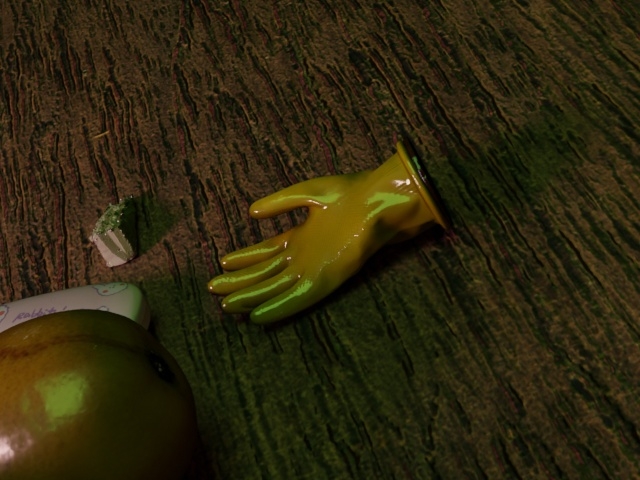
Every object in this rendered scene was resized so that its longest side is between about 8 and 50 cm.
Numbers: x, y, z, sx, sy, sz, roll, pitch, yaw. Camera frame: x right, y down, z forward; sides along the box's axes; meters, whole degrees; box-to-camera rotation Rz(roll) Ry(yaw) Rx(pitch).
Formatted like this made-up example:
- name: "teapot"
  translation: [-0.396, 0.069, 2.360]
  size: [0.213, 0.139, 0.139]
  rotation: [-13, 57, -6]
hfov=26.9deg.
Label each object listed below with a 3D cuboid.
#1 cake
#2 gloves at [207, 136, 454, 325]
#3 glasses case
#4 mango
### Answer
- name: "cake"
  translation: [-0.275, -0.027, 1.788]
  size: [0.051, 0.055, 0.140]
  rotation: [-27, 35, 11]
- name: "gloves"
  translation: [0.000, 0.001, 1.565]
  size: [0.294, 0.116, 0.133]
  rotation: [-28, 30, 8]
- name: "glasses case"
  translation: [-0.347, 0.122, 1.636]
  size: [0.297, 0.075, 0.113]
  rotation: [-13, 38, 16]
- name: "mango"
  translation: [-0.302, 0.207, 1.402]
  size: [0.378, 0.221, 0.263]
  rotation: [-18, 40, 24]
